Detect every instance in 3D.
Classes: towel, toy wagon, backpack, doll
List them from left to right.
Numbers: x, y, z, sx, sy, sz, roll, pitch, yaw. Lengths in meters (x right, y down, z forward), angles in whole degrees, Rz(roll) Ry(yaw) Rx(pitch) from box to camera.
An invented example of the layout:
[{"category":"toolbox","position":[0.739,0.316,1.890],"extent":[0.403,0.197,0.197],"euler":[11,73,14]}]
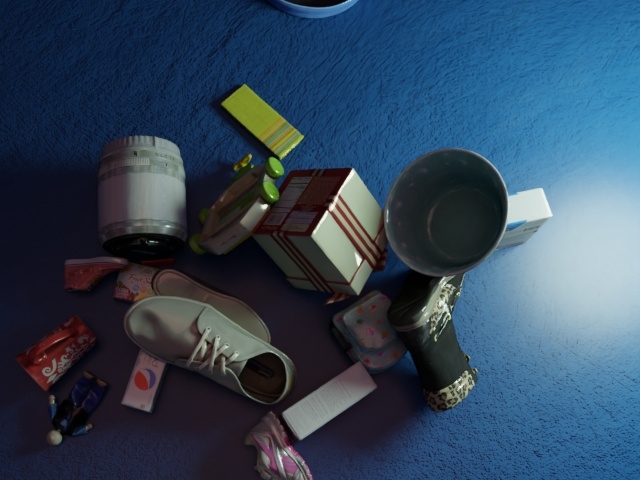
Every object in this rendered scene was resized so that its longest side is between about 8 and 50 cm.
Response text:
[{"category":"doll","position":[-0.600,0.408,1.821],"extent":[0.129,0.046,0.189],"euler":[33,78,-4]},{"category":"toy wagon","position":[-0.204,-0.106,1.931],"extent":[0.068,0.267,0.344],"euler":[44,27,-23]},{"category":"towel","position":[-0.164,-0.333,2.115],"extent":[0.237,0.021,0.102],"euler":[43,68,9]},{"category":"backpack","position":[0.134,0.236,1.896],"extent":[0.166,0.144,0.188],"euler":[-30,83,-19]}]

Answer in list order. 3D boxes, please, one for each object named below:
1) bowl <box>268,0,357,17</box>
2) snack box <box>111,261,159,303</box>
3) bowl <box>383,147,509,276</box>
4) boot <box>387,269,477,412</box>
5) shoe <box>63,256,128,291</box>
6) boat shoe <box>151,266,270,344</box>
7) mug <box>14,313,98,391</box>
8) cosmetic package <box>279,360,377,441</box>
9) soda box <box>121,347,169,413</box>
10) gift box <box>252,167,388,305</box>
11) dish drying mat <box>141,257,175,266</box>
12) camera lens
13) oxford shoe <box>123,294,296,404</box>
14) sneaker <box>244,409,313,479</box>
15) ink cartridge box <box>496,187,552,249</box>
[{"category":"bowl","position":[-0.027,-0.840,2.259],"extent":[0.391,0.077,0.391],"euler":[1,72,-4]},{"category":"snack box","position":[-0.450,0.118,1.932],"extent":[0.141,0.037,0.100],"euler":[13,70,-1]},{"category":"bowl","position":[0.327,-0.053,1.843],"extent":[0.312,0.163,0.311],"euler":[-7,75,27]},{"category":"boot","position":[0.307,0.223,1.899],"extent":[0.138,0.377,0.284],"euler":[-14,106,29]},{"category":"shoe","position":[-0.568,0.088,1.906],"extent":[0.178,0.063,0.081],"euler":[-4,76,14]},{"category":"boat shoe","position":[-0.272,0.169,1.898],"extent":[0.335,0.095,0.112],"euler":[34,85,-12]},{"category":"mug","position":[-0.628,0.268,1.817],"extent":[0.169,0.150,0.113],"euler":[-41,105,-20]},{"category":"cosmetic package","position":[0.017,0.395,1.845],"extent":[0.231,0.117,0.085],"euler":[-33,79,-15]},{"category":"soda box","position":[-0.417,0.312,1.857],"extent":[0.074,0.069,0.216],"euler":[16,71,0]},{"category":"gift box","position":[0.000,0.000,1.871],"extent":[0.258,0.255,0.276],"euler":[50,63,-35]},{"category":"dish drying mat","position":[-0.422,0.058,1.957],"extent":[0.083,0.032,0.008],"euler":[-5,64,-7]},{"category":"camera lens","position":[-0.450,-0.099,1.907],"extent":[0.219,0.219,0.274],"euler":[-4,73,-7]},{"category":"oxford shoe","position":[-0.253,0.261,1.798],"extent":[0.449,0.130,0.169],"euler":[28,94,-11]},{"category":"sneaker","position":[-0.096,0.540,1.804],"extent":[0.111,0.103,0.252],"euler":[-31,71,-9]},{"category":"ink cartridge box","position":[0.496,-0.049,1.987],"extent":[0.148,0.203,0.086],"euler":[-12,72,-9]}]
